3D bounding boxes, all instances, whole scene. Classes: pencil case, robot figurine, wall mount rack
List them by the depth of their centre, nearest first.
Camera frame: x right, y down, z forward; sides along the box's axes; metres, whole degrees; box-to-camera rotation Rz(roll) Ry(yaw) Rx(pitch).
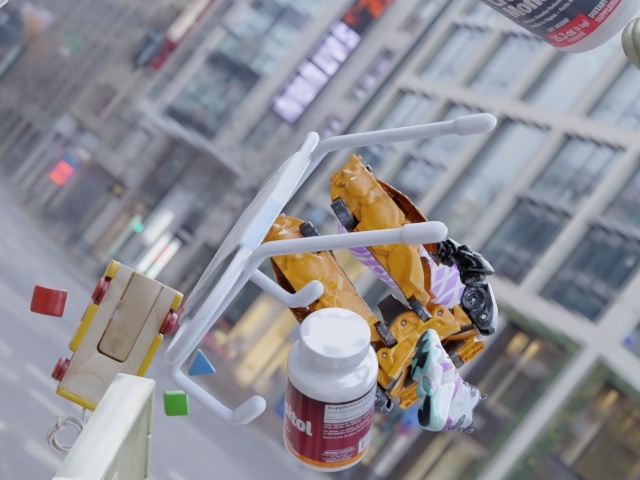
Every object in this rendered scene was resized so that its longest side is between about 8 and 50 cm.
[{"bbox_3d":[0.000,0.000,1.644,0.130,0.304,0.350,37,34,-6],"label":"wall mount rack"},{"bbox_3d":[0.062,0.052,1.917,0.291,0.211,0.085,54,1,35],"label":"robot figurine"},{"bbox_3d":[0.104,0.015,2.123,0.088,0.086,0.206,-4,-24,35],"label":"pencil case"}]

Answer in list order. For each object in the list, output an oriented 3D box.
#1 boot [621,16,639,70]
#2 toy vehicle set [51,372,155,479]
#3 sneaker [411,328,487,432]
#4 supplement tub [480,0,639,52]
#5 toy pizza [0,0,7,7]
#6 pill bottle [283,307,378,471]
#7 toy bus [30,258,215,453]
[{"bbox_3d":[0.419,-0.214,1.902,0.165,0.077,0.213,-14,-7,33],"label":"boot"},{"bbox_3d":[-0.192,0.245,1.495,0.035,0.166,0.267,10,27,8],"label":"toy vehicle set"},{"bbox_3d":[0.120,0.130,1.656,0.069,0.098,0.038,12,-29,-23],"label":"sneaker"},{"bbox_3d":[0.223,-0.344,2.009,0.272,0.191,0.191,28,1,-22],"label":"supplement tub"},{"bbox_3d":[-0.269,-0.269,1.405,0.032,0.201,0.201,3,-22,29],"label":"toy pizza"},{"bbox_3d":[0.009,0.138,1.713,0.086,0.086,0.152,37,-38,31],"label":"pill bottle"},{"bbox_3d":[-0.238,0.121,2.095,0.104,0.202,0.191,-171,-116,-81],"label":"toy bus"}]
